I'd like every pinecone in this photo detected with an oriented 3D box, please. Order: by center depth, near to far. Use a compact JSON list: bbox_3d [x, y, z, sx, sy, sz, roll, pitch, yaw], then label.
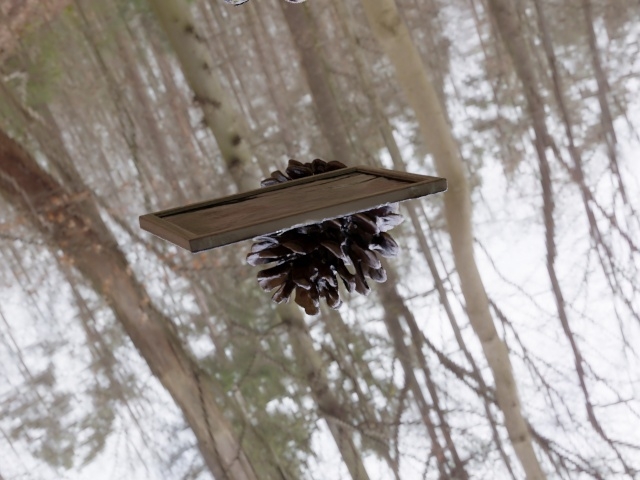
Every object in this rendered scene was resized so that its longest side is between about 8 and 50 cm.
[{"bbox_3d":[0.000,0.000,1.257,0.207,0.208,0.208,-19,-156,9],"label":"pinecone"}]

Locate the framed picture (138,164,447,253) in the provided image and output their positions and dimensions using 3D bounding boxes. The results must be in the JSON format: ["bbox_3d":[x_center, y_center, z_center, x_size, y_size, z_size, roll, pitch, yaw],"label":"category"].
[{"bbox_3d":[-0.031,-0.034,0.941,0.249,0.016,0.184,-15,-167,-20],"label":"framed picture"}]

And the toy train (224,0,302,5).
[{"bbox_3d":[-0.049,-0.351,1.117,0.100,0.161,0.296,21,-155,35],"label":"toy train"}]
